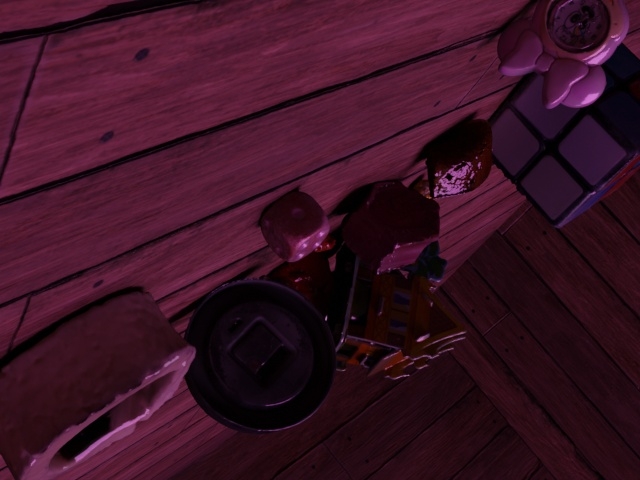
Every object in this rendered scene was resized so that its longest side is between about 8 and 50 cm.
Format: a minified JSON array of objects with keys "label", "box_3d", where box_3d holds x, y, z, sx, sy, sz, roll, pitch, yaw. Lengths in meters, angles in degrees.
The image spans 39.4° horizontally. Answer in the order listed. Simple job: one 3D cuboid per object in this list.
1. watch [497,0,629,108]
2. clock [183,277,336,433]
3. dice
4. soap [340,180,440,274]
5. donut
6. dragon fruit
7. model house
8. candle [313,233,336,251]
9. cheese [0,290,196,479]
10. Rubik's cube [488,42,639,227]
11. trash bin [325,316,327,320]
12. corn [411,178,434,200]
[{"label":"watch","box_3d":[0.466,-0.368,1.680,0.248,0.211,0.217,-51,174,10]},{"label":"clock","box_3d":[-0.121,0.227,1.750,0.312,0.312,0.061,-32,171,-31]},{"label":"dice","box_3d":[-0.046,-0.025,1.582,0.093,0.094,0.091,-33,162,-24]},{"label":"soap","box_3d":[0.162,-0.035,1.948,0.112,0.182,0.289,-49,159,29]},{"label":"donut","box_3d":[0.322,-0.185,2.005,0.186,0.144,0.126,-12,141,-6]},{"label":"dragon fruit","box_3d":[-0.095,0.173,1.995,0.317,0.152,0.205,-46,164,27]},{"label":"model house","box_3d":[0.174,0.152,2.086,0.242,0.312,0.358,122,-19,-56]},{"label":"candle","box_3d":[0.000,0.000,1.901,0.053,0.048,0.162,2,-179,11]},{"label":"cheese","box_3d":[-0.369,0.234,1.425,0.332,0.153,0.292,-32,165,-25]},{"label":"Rubik's cube","box_3d":[0.629,-0.272,2.152,0.318,0.316,0.313,-30,163,-40]},{"label":"trash bin","box_3d":[0.034,0.179,2.468,0.247,0.121,0.243,-33,166,-13]},{"label":"corn","box_3d":[0.240,-0.089,2.232,0.067,0.067,0.206,-34,166,-24]}]
